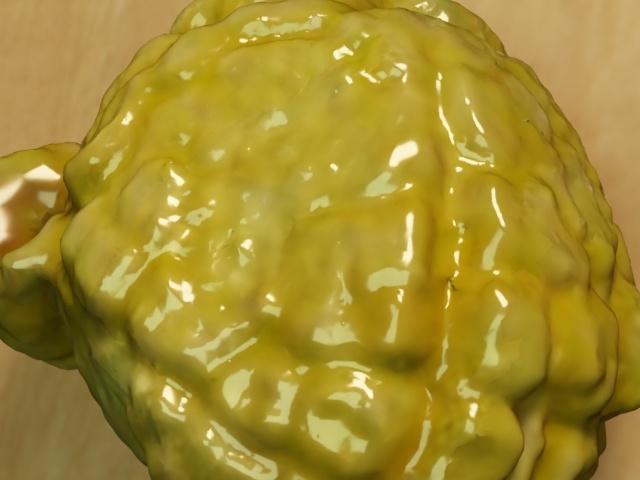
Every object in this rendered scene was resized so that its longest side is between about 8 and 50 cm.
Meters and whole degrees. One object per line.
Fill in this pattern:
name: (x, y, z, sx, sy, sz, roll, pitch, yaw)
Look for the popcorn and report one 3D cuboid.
popcorn: (0.000, 0.000, 0.579, 0.286, 0.174, 0.225, 34, 88, 30)
